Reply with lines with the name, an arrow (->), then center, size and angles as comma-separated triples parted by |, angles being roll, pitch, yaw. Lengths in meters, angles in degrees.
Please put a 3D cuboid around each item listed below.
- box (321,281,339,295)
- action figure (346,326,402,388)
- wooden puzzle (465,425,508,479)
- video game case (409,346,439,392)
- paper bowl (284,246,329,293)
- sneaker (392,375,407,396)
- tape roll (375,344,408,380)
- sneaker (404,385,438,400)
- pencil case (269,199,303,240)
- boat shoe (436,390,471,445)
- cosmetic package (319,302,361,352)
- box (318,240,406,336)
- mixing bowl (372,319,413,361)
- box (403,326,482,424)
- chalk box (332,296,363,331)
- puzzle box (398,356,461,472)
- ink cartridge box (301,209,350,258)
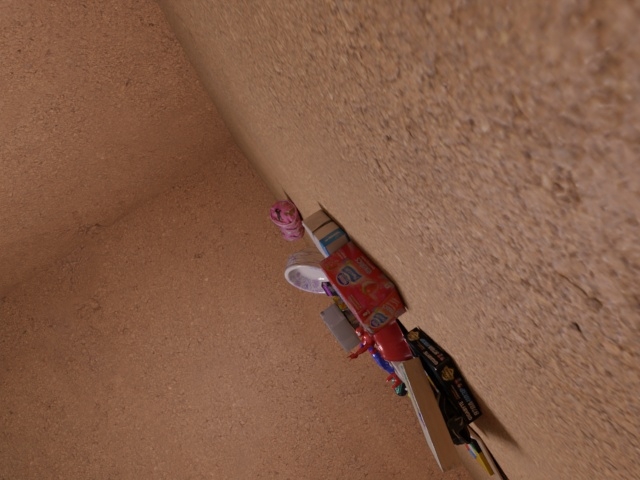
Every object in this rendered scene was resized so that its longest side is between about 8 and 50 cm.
box -> 0.097, 0.227, 1.943 | 0.116, 0.162, 0.029 | 62, -151, -53
action figure -> 0.184, 0.457, 1.551 | 0.280, 0.139, 0.091 | 60, 173, -14
wooden puzzle -> 0.572, 0.764, 1.519 | 0.239, 0.044, 0.221 | 56, 175, -8
video game case -> 0.397, 0.477, 1.392 | 0.285, 0.025, 0.204 | 54, 175, 21
paper bowl -> -0.025, 0.136, 2.005 | 0.284, 0.284, 0.148 | 61, -144, -52
sneaker -> 0.381, 0.610, 1.895 | 0.098, 0.083, 0.224 | 44, -142, -48
tape roll -> 0.296, 0.436, 1.673 | 0.286, 0.100, 0.286 | 55, 175, 7
sneaker -> 0.442, 0.639, 1.739 | 0.121, 0.111, 0.300 | 33, 166, 30
pencil case -> -0.189, -0.112, 2.402 | 0.386, 0.167, 0.160 | 76, -169, -77
boat shoe -> 0.407, 0.538, 1.250 | 0.079, 0.084, 0.233 | -4, 120, 35
cosmetic package -> 0.100, 0.433, 2.019 | 0.127, 0.107, 0.238 | 50, 170, 47
box -> 0.115, 0.131, 1.176 | 0.123, 0.128, 0.257 | 58, 175, -38
mixing bowl -> 0.246, 0.360, 1.458 | 0.181, 0.098, 0.181 | 156, 90, -90
box -> 0.327, 0.360, 1.102 | 0.220, 0.051, 0.175 | 57, 176, -21
chalk box -> 0.181, 0.353, 2.043 | 0.213, 0.132, 0.132 | 59, 174, -29
puzzle box -> 0.306, 0.489, 1.204 | 0.409, 0.052, 0.272 | 62, -172, -71
ink cartridge box -> 0.035, 0.006, 1.356 | 0.148, 0.086, 0.203 | 59, 175, -36
